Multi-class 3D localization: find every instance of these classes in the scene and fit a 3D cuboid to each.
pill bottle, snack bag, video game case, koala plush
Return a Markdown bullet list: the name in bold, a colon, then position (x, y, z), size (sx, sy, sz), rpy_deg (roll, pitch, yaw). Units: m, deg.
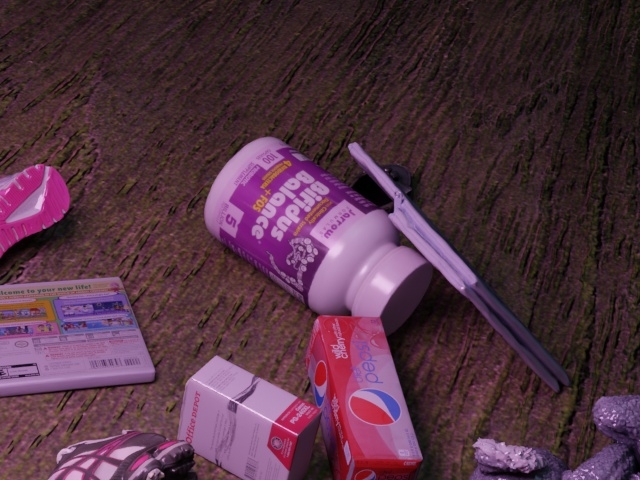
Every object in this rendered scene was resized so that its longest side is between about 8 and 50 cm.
- **pill bottle**: position (0.000, 0.000, 1.905), size (0.301, 0.169, 0.169), rpy_deg (35, 40, 22)
- **snack bag**: position (0.178, 0.032, 1.879), size (0.323, 0.037, 0.342), rpy_deg (42, 7, -47)
- **video game case**: position (-0.335, 0.119, 1.757), size (0.212, 0.023, 0.193), rpy_deg (-4, 38, -22)
- **koala plush**: position (0.268, 0.291, 1.566), size (0.221, 0.196, 0.203), rpy_deg (7, 34, -4)

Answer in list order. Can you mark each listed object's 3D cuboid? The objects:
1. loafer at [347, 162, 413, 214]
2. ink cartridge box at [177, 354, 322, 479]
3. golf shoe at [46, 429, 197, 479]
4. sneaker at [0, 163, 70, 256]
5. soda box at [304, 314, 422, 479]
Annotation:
- **loafer**: position (0.080, -0.062, 2.101), size (0.096, 0.084, 0.267), rpy_deg (24, 36, 16)
- **ink cartridge box**: position (-0.085, 0.218, 1.624), size (0.150, 0.109, 0.063), rpy_deg (26, 37, 18)
- **golf shoe**: position (-0.261, 0.283, 1.504), size (0.120, 0.105, 0.272), rpy_deg (21, 26, 39)
- **sneaker**: position (-0.458, -0.012, 1.846), size (0.252, 0.103, 0.111), rpy_deg (-31, 15, -30)
- **soda box**: position (0.050, 0.205, 1.713), size (0.092, 0.083, 0.263), rpy_deg (3, 36, -14)
